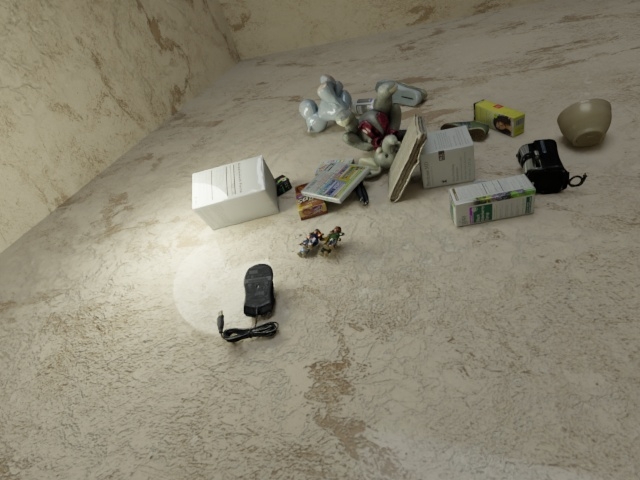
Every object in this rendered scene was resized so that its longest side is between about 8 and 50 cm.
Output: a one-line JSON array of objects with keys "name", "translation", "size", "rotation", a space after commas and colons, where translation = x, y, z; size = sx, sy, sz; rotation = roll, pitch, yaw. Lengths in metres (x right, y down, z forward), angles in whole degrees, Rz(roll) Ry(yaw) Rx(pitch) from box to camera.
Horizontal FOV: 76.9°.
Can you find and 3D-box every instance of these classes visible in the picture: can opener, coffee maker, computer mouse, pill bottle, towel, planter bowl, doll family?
[{"name": "can opener", "translation": [0.152, -0.191, 1.544], "size": [0.059, 0.073, 0.186], "rotation": [16, 29, -24]}, {"name": "coffee maker", "translation": [0.741, -0.238, 1.317], "size": [0.171, 0.120, 0.178], "rotation": [16, 47, 5]}, {"name": "computer mouse", "translation": [-0.221, 0.195, 1.227], "size": [0.183, 0.060, 0.262], "rotation": [-13, 50, 1]}, {"name": "pill bottle", "translation": [0.226, -0.697, 2.101], "size": [0.137, 0.078, 0.078], "rotation": [8, 45, 30]}, {"name": "towel", "translation": [0.308, -0.294, 1.442], "size": [0.049, 0.282, 0.187], "rotation": [16, 41, -5]}, {"name": "planter bowl", "translation": [0.920, -0.393, 1.395], "size": [0.161, 0.162, 0.109], "rotation": [-4, 66, 18]}, {"name": "doll family", "translation": [0.000, 0.000, 1.356], "size": [0.192, 0.076, 0.111], "rotation": [1, 47, 28]}]

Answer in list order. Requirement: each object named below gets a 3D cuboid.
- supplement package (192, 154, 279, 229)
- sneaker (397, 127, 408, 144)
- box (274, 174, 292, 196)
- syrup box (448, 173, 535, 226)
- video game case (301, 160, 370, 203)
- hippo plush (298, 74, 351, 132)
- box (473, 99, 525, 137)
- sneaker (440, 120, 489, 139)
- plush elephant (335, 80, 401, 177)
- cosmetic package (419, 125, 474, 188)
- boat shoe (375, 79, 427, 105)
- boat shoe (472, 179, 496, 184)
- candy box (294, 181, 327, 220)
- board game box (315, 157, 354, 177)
[{"name": "supplement package", "translation": [-0.333, -0.186, 1.598], "size": [0.292, 0.178, 0.176], "rotation": [-13, 61, 6]}, {"name": "sneaker", "translation": [0.330, -0.445, 1.757], "size": [0.106, 0.078, 0.234], "rotation": [-28, 35, -7]}, {"name": "box", "translation": [-0.175, -0.235, 1.730], "size": [0.083, 0.052, 0.062], "rotation": [-35, 41, -17]}, {"name": "syrup box", "translation": [0.531, -0.124, 1.264], "size": [0.236, 0.093, 0.096], "rotation": [-11, 39, 10]}, {"name": "video game case", "translation": [0.059, -0.229, 1.555], "size": [0.193, 0.023, 0.212], "rotation": [17, 52, 37]}, {"name": "hippo plush", "translation": [0.028, -0.666, 2.068], "size": [0.236, 0.294, 0.234], "rotation": [-26, 18, 34]}, {"name": "box", "translation": [0.725, -0.504, 1.651], "size": [0.058, 0.087, 0.232], "rotation": [-25, 37, -8]}, {"name": "sneaker", "translation": [0.606, -0.462, 1.675], "size": [0.192, 0.064, 0.086], "rotation": [20, 45, 39]}, {"name": "plush elephant", "translation": [0.244, -0.398, 1.610], "size": [0.271, 0.330, 0.256], "rotation": [-30, 62, -5]}, {"name": "cosmetic package", "translation": [0.452, -0.302, 1.468], "size": [0.183, 0.151, 0.152], "rotation": [-9, 39, 14]}, {"name": "boat shoe", "translation": [0.418, -0.770, 2.108], "size": [0.094, 0.109, 0.302], "rotation": [-25, 45, -33]}, {"name": "boat shoe", "translation": [0.586, -0.181, 1.351], "size": [0.142, 0.049, 0.040], "rotation": [14, 10, 29]}, {"name": "candy box", "translation": [-0.038, -0.162, 1.585], "size": [0.109, 0.053, 0.187], "rotation": [-15, 39, 3]}, {"name": "board game box", "translation": [0.062, -0.312, 1.744], "size": [0.154, 0.026, 0.104], "rotation": [-2, 41, 21]}]
